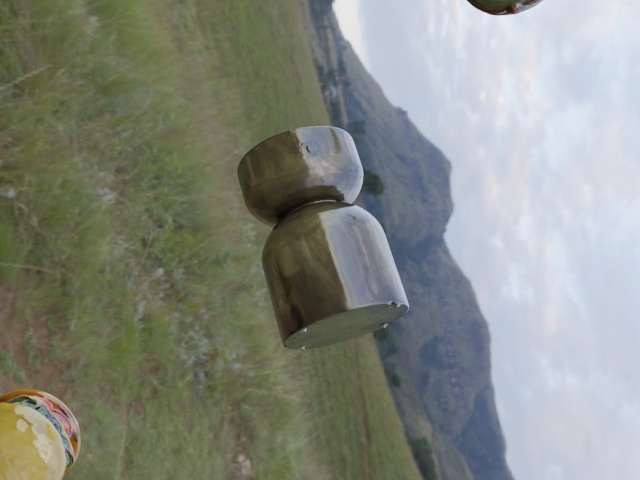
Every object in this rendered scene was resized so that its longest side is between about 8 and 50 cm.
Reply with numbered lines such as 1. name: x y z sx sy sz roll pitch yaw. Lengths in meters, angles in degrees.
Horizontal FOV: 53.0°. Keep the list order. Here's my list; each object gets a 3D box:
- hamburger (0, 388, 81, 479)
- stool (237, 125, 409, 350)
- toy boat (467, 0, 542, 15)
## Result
1. hamburger: -0.421 0.291 0.899 0.115 0.161 0.162 -73 155 -81
2. stool: 0.000 0.000 0.894 0.179 0.179 0.264 85 -11 -70
3. toy boat: 0.265 -0.360 0.893 0.071 0.184 0.089 43 47 -55
